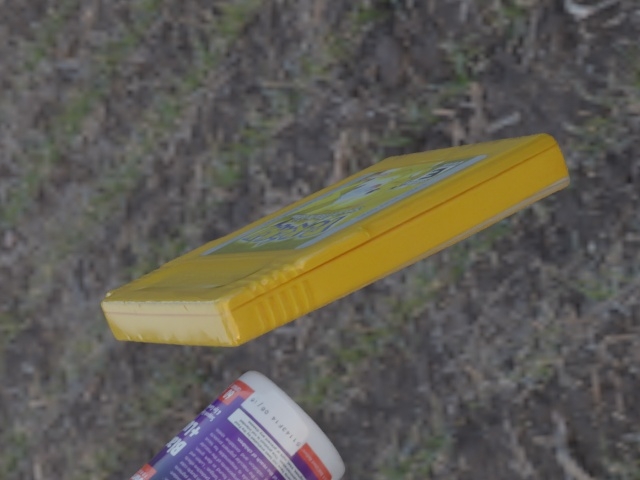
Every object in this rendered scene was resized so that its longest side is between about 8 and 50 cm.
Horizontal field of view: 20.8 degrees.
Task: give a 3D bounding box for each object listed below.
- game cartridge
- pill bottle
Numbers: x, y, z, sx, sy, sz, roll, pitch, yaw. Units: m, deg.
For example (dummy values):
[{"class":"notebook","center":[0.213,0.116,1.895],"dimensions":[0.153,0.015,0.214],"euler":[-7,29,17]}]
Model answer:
[{"class":"game cartridge","center":[0.000,0.000,1.432],"dimensions":[0.285,0.323,0.053],"euler":[-4,108,63]},{"class":"pill bottle","center":[-0.085,0.196,1.278],"dimensions":[0.108,0.193,0.108],"euler":[44,167,13]}]
